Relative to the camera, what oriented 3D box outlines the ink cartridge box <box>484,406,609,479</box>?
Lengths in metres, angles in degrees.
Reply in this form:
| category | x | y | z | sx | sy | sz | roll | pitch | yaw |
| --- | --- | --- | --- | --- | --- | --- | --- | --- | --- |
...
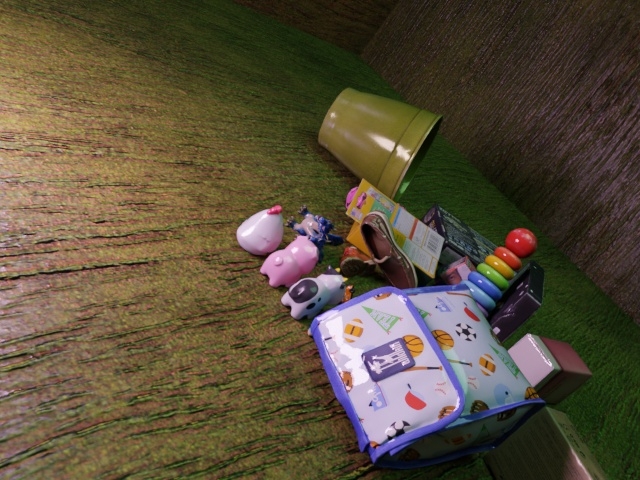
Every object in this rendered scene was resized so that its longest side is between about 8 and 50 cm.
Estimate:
| category | x | y | z | sx | sy | sz | roll | pitch | yaw |
| --- | --- | --- | --- | --- | --- | --- | --- | --- | --- |
| ink cartridge box | 0.482 | 0.503 | 1.351 | 0.088 | 0.193 | 0.234 | 24 | 29 | -36 |

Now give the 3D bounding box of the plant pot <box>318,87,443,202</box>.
| category | x | y | z | sx | sy | sz | roll | pitch | yaw |
| --- | --- | --- | --- | --- | --- | --- | --- | --- | --- |
| plant pot | 0.195 | -0.365 | 2.327 | 0.353 | 0.366 | 0.366 | 30 | 23 | 9 |

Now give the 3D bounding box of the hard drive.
| category | x | y | z | sx | sy | sz | roll | pitch | yaw |
| --- | --- | --- | --- | --- | --- | --- | --- | --- | --- |
| hard drive | 0.571 | 0.199 | 1.952 | 0.064 | 0.237 | 0.339 | 42 | 23 | 5 |

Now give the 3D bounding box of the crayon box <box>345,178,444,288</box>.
| category | x | y | z | sx | sy | sz | roll | pitch | yaw |
| --- | --- | --- | --- | --- | --- | --- | --- | --- | --- |
| crayon box | 0.210 | -0.019 | 1.953 | 0.323 | 0.083 | 0.203 | 36 | 40 | -8 |

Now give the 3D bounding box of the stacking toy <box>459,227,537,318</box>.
| category | x | y | z | sx | sy | sz | roll | pitch | yaw |
| --- | --- | --- | --- | --- | --- | --- | --- | --- | --- |
| stacking toy | 0.507 | 0.099 | 1.897 | 0.141 | 0.330 | 0.141 | 39 | 2 | -2 |

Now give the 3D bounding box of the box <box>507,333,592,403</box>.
| category | x | y | z | sx | sy | sz | roll | pitch | yaw |
| --- | --- | --- | --- | --- | --- | --- | --- | --- | --- |
| box | 0.638 | 0.371 | 1.853 | 0.232 | 0.148 | 0.126 | 16 | 34 | -40 |

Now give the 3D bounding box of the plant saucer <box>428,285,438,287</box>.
| category | x | y | z | sx | sy | sz | roll | pitch | yaw |
| --- | --- | --- | --- | --- | --- | --- | --- | --- | --- |
| plant saucer | 0.346 | 0.205 | 1.767 | 0.200 | 0.037 | 0.199 | 10 | 50 | -12 |

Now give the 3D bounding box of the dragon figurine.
| category | x | y | z | sx | sy | sz | roll | pitch | yaw |
| --- | --- | --- | --- | --- | --- | --- | --- | --- | --- |
| dragon figurine | 0.000 | 0.000 | 1.638 | 0.144 | 0.085 | 0.289 | 45 | -5 | 26 |

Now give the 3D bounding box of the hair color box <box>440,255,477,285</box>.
| category | x | y | z | sx | sy | sz | roll | pitch | yaw |
| --- | --- | --- | --- | --- | --- | --- | --- | --- | --- |
| hair color box | 0.457 | 0.140 | 2.007 | 0.167 | 0.093 | 0.053 | 52 | 31 | -13 |

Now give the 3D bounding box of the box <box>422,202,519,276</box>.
| category | x | y | z | sx | sy | sz | roll | pitch | yaw |
| --- | --- | --- | --- | --- | --- | --- | --- | --- | --- |
| box | 0.559 | 0.059 | 2.350 | 0.395 | 0.097 | 0.318 | 32 | 27 | -15 |

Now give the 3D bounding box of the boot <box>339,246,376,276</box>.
| category | x | y | z | sx | sy | sz | roll | pitch | yaw |
| --- | --- | --- | --- | --- | --- | --- | --- | --- | --- |
| boot | 0.081 | 0.052 | 1.744 | 0.084 | 0.059 | 0.158 | 47 | 17 | 24 |

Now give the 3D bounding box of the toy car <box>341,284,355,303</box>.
| category | x | y | z | sx | sy | sz | roll | pitch | yaw |
| --- | --- | --- | --- | --- | --- | --- | --- | --- | --- |
| toy car | 0.053 | 0.143 | 1.545 | 0.041 | 0.060 | 0.122 | 9 | 14 | 11 |

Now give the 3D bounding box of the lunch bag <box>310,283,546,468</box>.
| category | x | y | z | sx | sy | sz | roll | pitch | yaw |
| --- | --- | --- | --- | --- | --- | --- | --- | --- | --- |
| lunch bag | 0.201 | 0.270 | 1.318 | 0.386 | 0.238 | 0.327 | -1 | 46 | -30 |

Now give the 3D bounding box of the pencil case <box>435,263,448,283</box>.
| category | x | y | z | sx | sy | sz | roll | pitch | yaw |
| --- | --- | --- | --- | --- | --- | --- | --- | --- | --- |
| pencil case | 0.441 | 0.132 | 2.094 | 0.152 | 0.070 | 0.064 | 26 | -6 | -24 |

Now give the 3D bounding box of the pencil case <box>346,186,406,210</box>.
| category | x | y | z | sx | sy | sz | roll | pitch | yaw |
| --- | --- | --- | --- | --- | --- | --- | --- | --- | --- |
| pencil case | 0.182 | -0.109 | 2.121 | 0.209 | 0.095 | 0.098 | 23 | 60 | -33 |

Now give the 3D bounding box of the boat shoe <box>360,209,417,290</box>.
| category | x | y | z | sx | sy | sz | roll | pitch | yaw |
| --- | --- | --- | --- | --- | --- | --- | --- | --- | --- |
| boat shoe | 0.180 | 0.047 | 1.798 | 0.257 | 0.095 | 0.095 | 61 | 35 | -5 |

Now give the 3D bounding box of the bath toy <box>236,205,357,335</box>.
| category | x | y | z | sx | sy | sz | roll | pitch | yaw |
| --- | --- | --- | --- | --- | --- | --- | --- | --- | --- |
| bath toy | -0.047 | 0.055 | 1.466 | 0.348 | 0.129 | 0.151 | 48 | 26 | 22 |
